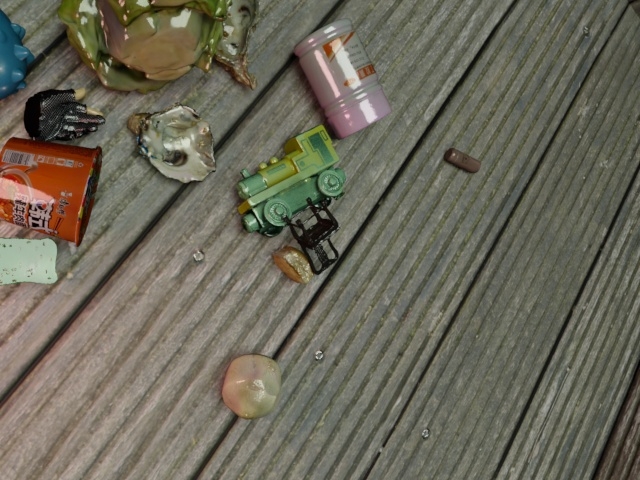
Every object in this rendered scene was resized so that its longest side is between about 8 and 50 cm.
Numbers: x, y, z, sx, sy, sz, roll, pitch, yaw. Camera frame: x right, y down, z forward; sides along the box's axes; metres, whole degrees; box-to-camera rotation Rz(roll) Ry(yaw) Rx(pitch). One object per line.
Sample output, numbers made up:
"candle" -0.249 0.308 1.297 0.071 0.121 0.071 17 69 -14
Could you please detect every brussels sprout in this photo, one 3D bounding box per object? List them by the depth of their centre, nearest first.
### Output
"brussels sprout" -0.433 -0.613 1.373 0.342 0.425 0.361 33 38 -66

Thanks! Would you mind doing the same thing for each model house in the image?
"model house" -0.721 0.050 1.310 0.167 0.088 0.117 -3 88 -27

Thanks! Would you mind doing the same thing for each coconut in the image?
"coconut" -0.185 0.408 1.513 0.171 0.183 0.171 -1 124 -1

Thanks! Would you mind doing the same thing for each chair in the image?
"chair" 0.000 0.000 1.549 0.106 0.113 0.229 -39 117 -17

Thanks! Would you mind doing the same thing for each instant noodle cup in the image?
"instant noodle cup" -0.639 -0.126 1.290 0.192 0.250 0.250 14 80 -19

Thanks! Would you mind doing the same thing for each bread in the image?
"bread" -0.072 0.070 1.646 0.082 0.106 0.125 -47 110 -22

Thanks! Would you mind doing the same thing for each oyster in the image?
"oyster" -0.397 -0.260 1.509 0.214 0.083 0.223 -17 100 -25
"oyster" -0.280 -0.640 1.599 0.204 0.111 0.396 1 87 -11

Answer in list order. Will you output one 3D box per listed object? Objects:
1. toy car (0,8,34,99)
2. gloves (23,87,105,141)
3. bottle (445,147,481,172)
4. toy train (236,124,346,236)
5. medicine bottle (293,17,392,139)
"toy car" -0.771 -0.446 1.264 0.190 0.188 0.255 -20 92 -37
"gloves" -0.640 -0.314 1.387 0.181 0.106 0.129 -13 95 -57
"bottle" 0.523 -0.293 2.017 0.140 0.053 0.053 20 78 -25
"toy train" -0.099 -0.168 1.632 0.369 0.150 0.237 -31 93 -26
"medicine bottle" 0.072 -0.498 1.707 0.202 0.202 0.316 -33 103 -26
